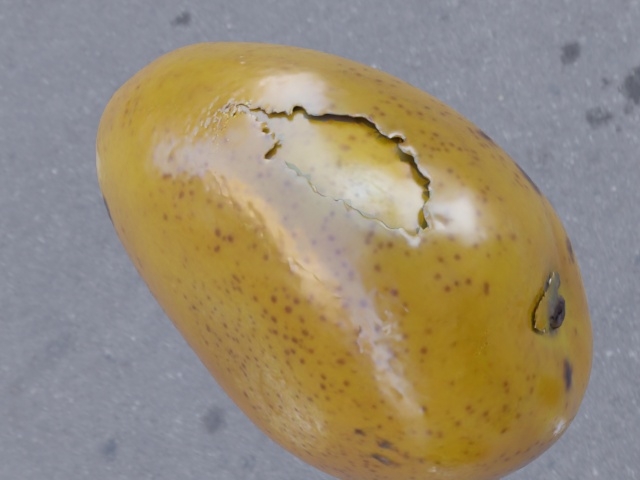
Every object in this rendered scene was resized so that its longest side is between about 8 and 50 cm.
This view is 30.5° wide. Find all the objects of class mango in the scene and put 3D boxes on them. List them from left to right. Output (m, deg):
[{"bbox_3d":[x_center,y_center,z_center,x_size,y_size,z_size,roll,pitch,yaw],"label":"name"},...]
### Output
[{"bbox_3d":[0.000,0.000,0.574,0.290,0.191,0.160,35,63,20],"label":"mango"}]
